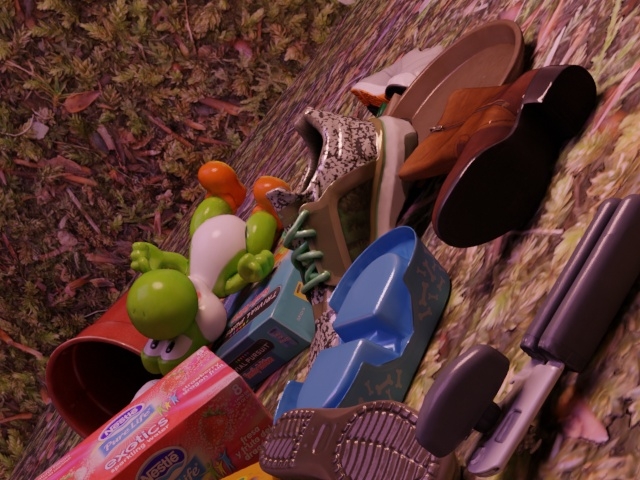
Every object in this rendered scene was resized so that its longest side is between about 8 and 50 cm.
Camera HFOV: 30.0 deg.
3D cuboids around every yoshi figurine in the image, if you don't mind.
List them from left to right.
[{"bbox_3d":[-0.189,0.037,1.882,0.203,0.203,0.362,-22,38,58],"label":"yoshi figurine"}]

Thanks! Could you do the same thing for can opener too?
[{"bbox_3d":[0.190,0.074,0.999,0.280,0.093,0.074,-53,11,-10],"label":"can opener"}]

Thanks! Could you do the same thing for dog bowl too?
[{"bbox_3d":[0.054,0.122,1.367,0.166,0.074,0.297,-25,34,57],"label":"dog bowl"}]

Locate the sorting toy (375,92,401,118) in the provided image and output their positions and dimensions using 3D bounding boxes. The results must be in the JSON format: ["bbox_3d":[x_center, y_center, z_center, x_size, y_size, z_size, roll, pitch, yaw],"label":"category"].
[{"bbox_3d":[0.097,-0.131,1.865,0.132,0.046,0.274,120,171,-55],"label":"sorting toy"}]

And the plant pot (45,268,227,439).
[{"bbox_3d":[-0.303,0.204,2.131,0.272,0.272,0.265,-45,8,38],"label":"plant pot"}]

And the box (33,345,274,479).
[{"bbox_3d":[-0.203,0.290,1.502,0.300,0.142,0.154,-38,22,-11],"label":"box"}]

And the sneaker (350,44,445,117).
[{"bbox_3d":[0.147,-0.268,2.021,0.121,0.099,0.262,-50,19,-12],"label":"sneaker"}]

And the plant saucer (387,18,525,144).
[{"bbox_3d":[0.188,-0.197,1.690,0.278,0.041,0.278,-42,22,22],"label":"plant saucer"}]

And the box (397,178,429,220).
[{"bbox_3d":[0.112,-0.066,1.754,0.137,0.027,0.094,-52,15,13],"label":"box"}]

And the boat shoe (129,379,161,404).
[{"bbox_3d":[-0.297,0.387,1.903,0.119,0.121,0.335,28,97,50],"label":"boat shoe"}]

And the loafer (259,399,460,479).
[{"bbox_3d":[0.048,0.215,1.158,0.268,0.092,0.102,-1,58,55],"label":"loafer"}]

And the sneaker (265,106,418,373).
[{"bbox_3d":[0.000,0.000,1.558,0.158,0.182,0.410,139,145,-57],"label":"sneaker"}]

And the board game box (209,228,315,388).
[{"bbox_3d":[-0.054,0.066,1.915,0.254,0.079,0.336,-42,19,48],"label":"board game box"}]

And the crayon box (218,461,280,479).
[{"bbox_3d":[-0.122,0.351,1.262,0.203,0.083,0.323,-26,16,5],"label":"crayon box"}]

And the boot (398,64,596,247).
[{"bbox_3d":[0.160,-0.098,1.407,0.264,0.096,0.280,-58,22,-15],"label":"boot"}]

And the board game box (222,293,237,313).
[{"bbox_3d":[-0.108,0.041,2.290,0.281,0.027,0.145,-59,15,-15],"label":"board game box"}]
